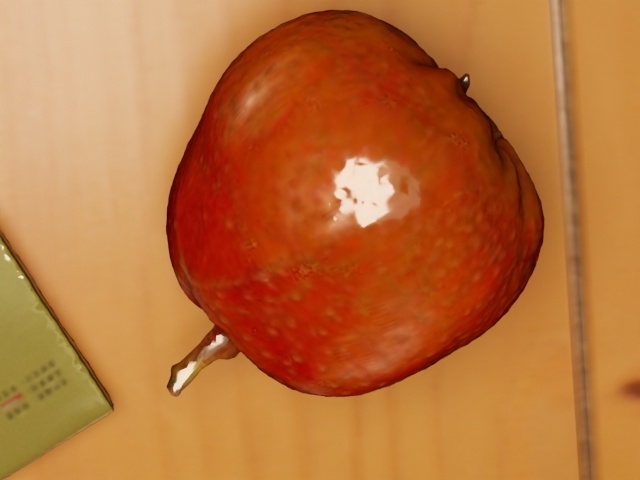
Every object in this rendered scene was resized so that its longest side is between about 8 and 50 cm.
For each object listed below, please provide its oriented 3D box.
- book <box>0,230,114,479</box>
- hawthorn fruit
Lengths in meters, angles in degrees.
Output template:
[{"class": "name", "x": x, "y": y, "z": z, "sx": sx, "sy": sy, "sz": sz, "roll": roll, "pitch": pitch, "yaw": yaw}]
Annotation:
[{"class": "book", "x": -0.303, "y": 0.008, "z": 0.963, "sx": 0.239, "sy": 0.035, "sz": 0.352, "roll": -32, "pitch": 103, "yaw": 1}, {"class": "hawthorn fruit", "x": 0.000, "y": 0.000, "z": 0.926, "sx": 0.196, "sy": 0.196, "sz": 0.225, "roll": 42, "pitch": 101, "yaw": -13}]
